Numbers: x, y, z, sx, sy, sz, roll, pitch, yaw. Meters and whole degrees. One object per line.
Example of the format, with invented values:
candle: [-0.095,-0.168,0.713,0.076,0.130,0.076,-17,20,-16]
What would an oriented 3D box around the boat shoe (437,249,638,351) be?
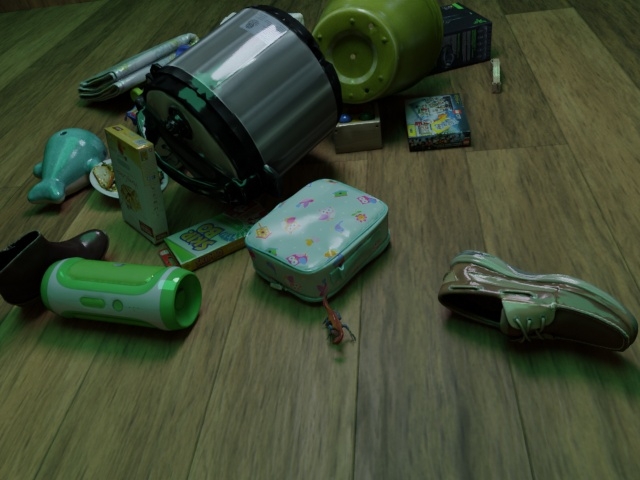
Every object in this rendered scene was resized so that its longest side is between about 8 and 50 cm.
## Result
boat shoe: [0.344,0.120,0.979,0.324,0.123,0.116,17,52,40]

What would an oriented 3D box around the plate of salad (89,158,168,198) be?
plate of salad: [-0.507,-0.176,1.564,0.199,0.048,0.200,9,38,-7]

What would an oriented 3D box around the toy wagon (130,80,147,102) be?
toy wagon: [-0.525,-0.544,2.024,0.344,0.068,0.267,-4,32,43]

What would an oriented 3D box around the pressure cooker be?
pressure cooker: [-0.206,-0.293,1.373,0.420,0.376,0.369,-45,29,-21]

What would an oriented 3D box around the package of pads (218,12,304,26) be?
package of pads: [-0.137,-0.474,1.622,0.229,0.297,0.101,11,47,25]

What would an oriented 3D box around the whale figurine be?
whale figurine: [-0.698,-0.207,1.607,0.216,0.141,0.272,1,39,14]

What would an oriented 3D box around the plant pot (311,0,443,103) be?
plant pot: [0.128,-0.533,1.609,0.366,0.367,0.353,4,30,18]

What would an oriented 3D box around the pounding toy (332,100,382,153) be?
pounding toy: [0.059,-0.327,1.626,0.206,0.094,0.181,-5,38,5]

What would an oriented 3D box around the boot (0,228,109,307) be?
boot: [-0.546,0.031,1.209,0.090,0.207,0.248,41,64,8]

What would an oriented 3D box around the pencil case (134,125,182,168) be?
pencil case: [-0.351,-0.361,1.705,0.183,0.160,0.410,-17,25,43]

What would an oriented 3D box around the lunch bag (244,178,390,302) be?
lunch bag: [0.000,0.000,1.207,0.224,0.108,0.279,27,52,32]

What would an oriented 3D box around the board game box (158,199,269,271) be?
board game box: [-0.234,-0.009,1.336,0.259,0.039,0.124,-28,39,-18]

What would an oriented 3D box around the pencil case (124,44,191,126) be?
pencil case: [-0.460,-0.449,1.792,0.133,0.119,0.306,23,74,40]

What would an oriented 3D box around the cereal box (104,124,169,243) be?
cereal box: [-0.424,-0.130,1.364,0.047,0.240,0.173,-24,37,-34]

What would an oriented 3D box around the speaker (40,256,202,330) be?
speaker: [-0.388,0.102,1.151,0.296,0.131,0.131,4,39,17]

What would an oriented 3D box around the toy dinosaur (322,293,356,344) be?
toy dinosaur: [0.021,0.150,1.046,0.047,0.090,0.082,-32,8,-3]

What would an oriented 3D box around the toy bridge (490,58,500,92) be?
toy bridge: [0.531,-0.513,1.784,0.026,0.063,0.188,1,38,13]

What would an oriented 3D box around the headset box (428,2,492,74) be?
headset box: [0.404,-0.675,1.967,0.283,0.131,0.246,-15,38,-7]

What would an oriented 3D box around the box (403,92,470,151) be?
box: [0.314,-0.325,1.607,0.159,0.044,0.233,-4,38,8]

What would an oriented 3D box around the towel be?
towel: [-0.643,-0.605,2.086,0.320,0.090,0.374,4,38,46]
